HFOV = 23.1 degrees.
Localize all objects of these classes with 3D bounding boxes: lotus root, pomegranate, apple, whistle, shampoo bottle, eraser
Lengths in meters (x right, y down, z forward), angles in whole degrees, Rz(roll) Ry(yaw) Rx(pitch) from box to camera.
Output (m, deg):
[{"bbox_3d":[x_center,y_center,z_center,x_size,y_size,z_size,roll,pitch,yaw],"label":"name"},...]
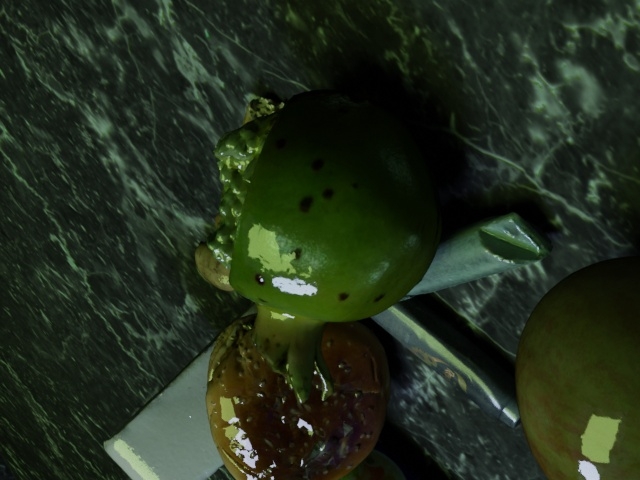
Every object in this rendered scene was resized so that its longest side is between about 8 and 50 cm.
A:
[{"bbox_3d":[-0.130,0.038,2.181,0.152,0.063,0.072,19,134,51],"label":"lotus root"},{"bbox_3d":[0.000,0.000,1.641,0.260,0.260,0.341,17,103,48],"label":"pomegranate"},{"bbox_3d":[0.303,0.134,1.425,0.257,0.256,0.234,63,-179,-30],"label":"apple"},{"bbox_3d":[0.137,0.021,1.699,0.062,0.062,0.312,52,149,-10],"label":"whistle"},{"bbox_3d":[0.155,0.136,1.879,0.233,0.049,0.087,39,160,17],"label":"shampoo bottle"},{"bbox_3d":[-0.134,0.219,2.284,0.150,0.331,0.331,46,156,-1],"label":"eraser"}]

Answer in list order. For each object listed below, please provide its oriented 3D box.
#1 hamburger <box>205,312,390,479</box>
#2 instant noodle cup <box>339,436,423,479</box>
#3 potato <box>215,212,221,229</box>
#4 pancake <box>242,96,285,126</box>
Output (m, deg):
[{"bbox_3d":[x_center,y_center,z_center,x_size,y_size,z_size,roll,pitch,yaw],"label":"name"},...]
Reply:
[{"bbox_3d":[-0.036,0.210,2.050,0.243,0.286,0.146,28,-165,-20],"label":"hamburger"},{"bbox_3d":[0.064,0.415,2.225,0.312,0.284,0.284,50,156,12],"label":"instant noodle cup"},{"bbox_3d":[-0.112,-0.002,2.104,0.068,0.062,0.083,-18,88,30],"label":"potato"},{"bbox_3d":[-0.001,-0.032,1.875,0.244,0.057,0.266,35,151,23],"label":"pancake"}]
